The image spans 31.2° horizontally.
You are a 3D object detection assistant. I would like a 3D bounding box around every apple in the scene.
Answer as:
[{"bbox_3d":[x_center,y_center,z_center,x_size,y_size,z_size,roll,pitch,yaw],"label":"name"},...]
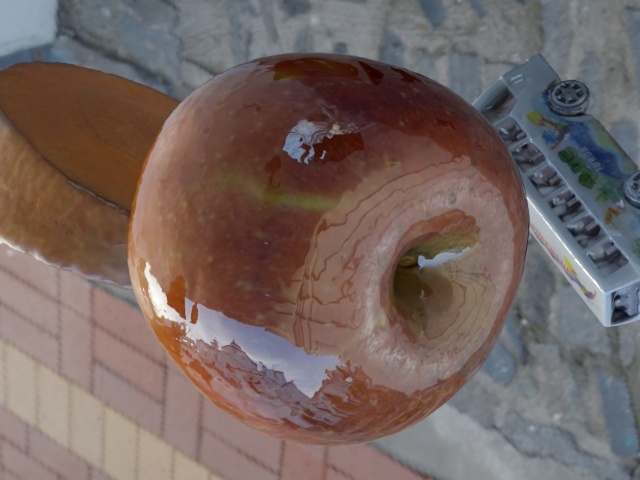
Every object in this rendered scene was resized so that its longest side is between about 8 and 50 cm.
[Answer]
[{"bbox_3d":[0.000,0.000,0.581,0.162,0.201,0.201,21,122,46],"label":"apple"}]

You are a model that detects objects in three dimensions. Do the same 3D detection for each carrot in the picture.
[{"bbox_3d":[-0.152,-0.041,0.879,0.100,0.258,0.307,-68,29,19],"label":"carrot"}]

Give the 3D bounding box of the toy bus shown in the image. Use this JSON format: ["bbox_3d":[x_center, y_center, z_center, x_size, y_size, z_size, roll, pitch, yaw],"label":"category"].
[{"bbox_3d":[0.284,-0.060,1.271,0.330,0.136,0.109,59,175,37],"label":"toy bus"}]
